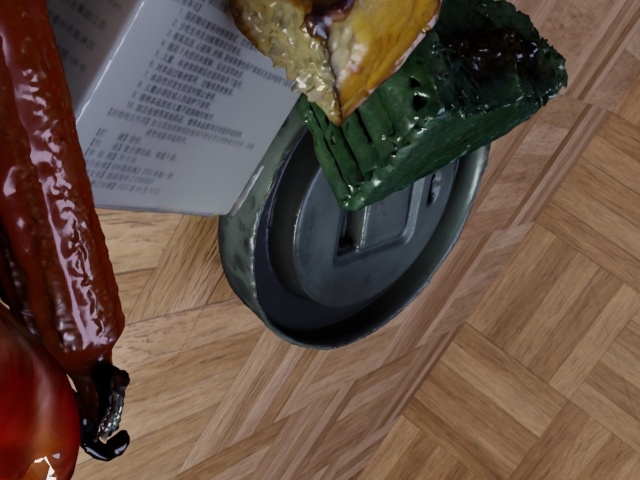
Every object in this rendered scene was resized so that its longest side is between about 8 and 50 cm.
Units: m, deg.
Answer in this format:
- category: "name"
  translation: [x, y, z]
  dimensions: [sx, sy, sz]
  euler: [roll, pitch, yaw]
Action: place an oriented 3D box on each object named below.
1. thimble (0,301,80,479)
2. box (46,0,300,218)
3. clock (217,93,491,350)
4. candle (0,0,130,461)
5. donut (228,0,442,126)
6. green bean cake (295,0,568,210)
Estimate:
- category: "thimble"
  translation: [-0.277, 0.104, 0.304]
  dimensions: [0.350, 0.230, 0.350]
  euler: [-43, 159, -21]
- category: "box"
  translation: [-0.063, -0.165, 0.507]
  dimensions: [0.299, 0.106, 0.200]
  euler: [-58, 161, 12]
- category: "clock"
  translation: [0.041, -0.045, 0.880]
  dimensions: [0.325, 0.067, 0.325]
  euler: [-28, 135, -33]
- category: "candle"
  translation: [-0.140, -0.027, 0.399]
  dimensions: [0.059, 0.084, 0.301]
  euler: [-58, 139, -63]
- category: "donut"
  translation: [0.011, -0.160, 0.397]
  dimensions: [0.141, 0.085, 0.217]
  euler: [-45, 159, -20]
- category: "green bean cake"
  translation: [0.099, -0.123, 0.670]
  dimensions: [0.208, 0.107, 0.193]
  euler: [-23, 170, -22]
